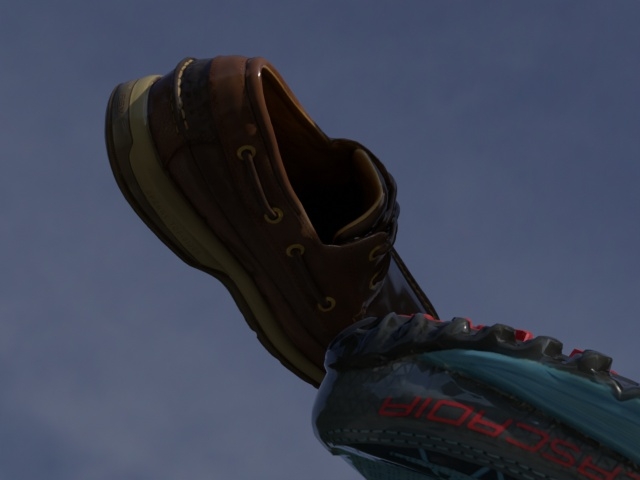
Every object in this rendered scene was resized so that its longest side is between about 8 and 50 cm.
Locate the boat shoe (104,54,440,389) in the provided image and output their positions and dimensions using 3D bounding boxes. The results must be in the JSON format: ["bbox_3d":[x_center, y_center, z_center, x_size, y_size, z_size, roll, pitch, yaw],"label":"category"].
[{"bbox_3d":[0.000,-0.001,0.674,0.060,0.064,0.178,-22,-43,24],"label":"boat shoe"}]

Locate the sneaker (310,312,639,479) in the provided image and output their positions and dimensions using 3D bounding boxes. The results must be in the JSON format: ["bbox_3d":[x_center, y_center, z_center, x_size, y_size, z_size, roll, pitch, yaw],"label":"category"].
[{"bbox_3d":[0.089,0.124,0.448,0.262,0.125,0.104,41,-14,-10],"label":"sneaker"}]
